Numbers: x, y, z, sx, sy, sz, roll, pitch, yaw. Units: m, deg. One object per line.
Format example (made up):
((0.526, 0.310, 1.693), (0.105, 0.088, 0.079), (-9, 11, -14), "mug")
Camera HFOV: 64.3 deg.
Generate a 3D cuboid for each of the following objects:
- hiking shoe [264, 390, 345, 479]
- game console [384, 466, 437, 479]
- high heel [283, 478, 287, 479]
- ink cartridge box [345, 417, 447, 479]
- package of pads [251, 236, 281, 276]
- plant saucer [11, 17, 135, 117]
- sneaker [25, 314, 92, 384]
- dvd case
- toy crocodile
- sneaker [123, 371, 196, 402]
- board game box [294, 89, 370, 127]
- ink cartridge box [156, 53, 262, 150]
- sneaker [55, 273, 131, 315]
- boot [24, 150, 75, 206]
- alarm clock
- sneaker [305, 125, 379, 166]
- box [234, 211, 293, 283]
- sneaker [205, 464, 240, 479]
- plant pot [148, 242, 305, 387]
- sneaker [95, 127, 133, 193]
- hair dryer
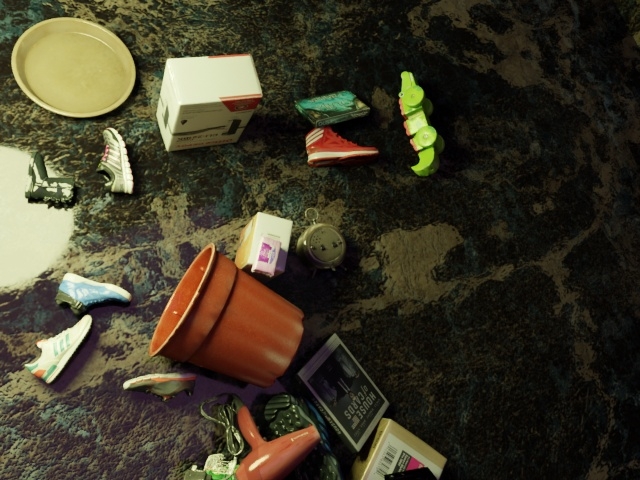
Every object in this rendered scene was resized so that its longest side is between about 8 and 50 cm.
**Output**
((-0.004, 0.476, 1.153), (0.132, 0.113, 0.304), (15, 42, -59), "hiking shoe")
((0.118, 0.649, 1.148), (0.361, 0.044, 0.213), (-1, 77, -20), "game console")
((-0.114, 0.594, 1.082), (0.117, 0.082, 0.244), (37, 23, 20), "high heel")
((0.176, 0.592, 1.256), (0.193, 0.088, 0.234), (36, 65, -7), "ink cartridge box")
((-0.121, 0.037, 1.143), (0.050, 0.032, 0.083), (18, 70, -18), "package of pads")
((-0.609, -0.426, 1.273), (0.278, 0.041, 0.277), (6, 72, -20), "plant saucer")
((-0.559, 0.220, 1.090), (0.075, 0.057, 0.161), (35, 68, -15), "sneaker")
((0.057, 0.376, 1.272), (0.238, 0.029, 0.179), (52, 42, 0), "dvd case")
((0.305, -0.367, 1.592), (0.115, 0.105, 0.340), (11, 63, -63), "toy crocodile")
((-0.356, 0.332, 1.139), (0.158, 0.061, 0.064), (0, 81, -21), "sneaker")
((0.034, -0.388, 1.491), (0.186, 0.026, 0.126), (-21, 49, -26), "board game box")
((-0.280, -0.329, 1.248), (0.197, 0.273, 0.114), (-13, 83, -24), "ink cartridge box")
((-0.508, 0.135, 1.134), (0.152, 0.058, 0.084), (19, 63, -11), "sneaker")
((-0.621, -0.141, 1.181), (0.099, 0.045, 0.121), (6, 80, -18), "boot")
((0.000, 0.000, 1.380), (0.129, 0.064, 0.192), (-13, 77, -24), "alarm clock")
((0.061, -0.287, 1.475), (0.221, 0.087, 0.128), (-6, 78, -24), "sneaker")
((-0.145, 0.024, 1.251), (0.091, 0.170, 0.130), (15, 70, -19), "box")
((-0.191, 0.540, 1.113), (0.295, 0.109, 0.123), (-33, 89, -28), "sneaker")
((-0.195, 0.187, 1.146), (0.265, 0.272, 0.272), (31, 65, -19), "plant pot")
((-0.507, -0.190, 1.230), (0.075, 0.063, 0.170), (-14, 85, -31), "sneaker")
((-0.143, 0.422, 1.082), (0.294, 0.080, 0.223), (0, 50, 12), "hair dryer")
